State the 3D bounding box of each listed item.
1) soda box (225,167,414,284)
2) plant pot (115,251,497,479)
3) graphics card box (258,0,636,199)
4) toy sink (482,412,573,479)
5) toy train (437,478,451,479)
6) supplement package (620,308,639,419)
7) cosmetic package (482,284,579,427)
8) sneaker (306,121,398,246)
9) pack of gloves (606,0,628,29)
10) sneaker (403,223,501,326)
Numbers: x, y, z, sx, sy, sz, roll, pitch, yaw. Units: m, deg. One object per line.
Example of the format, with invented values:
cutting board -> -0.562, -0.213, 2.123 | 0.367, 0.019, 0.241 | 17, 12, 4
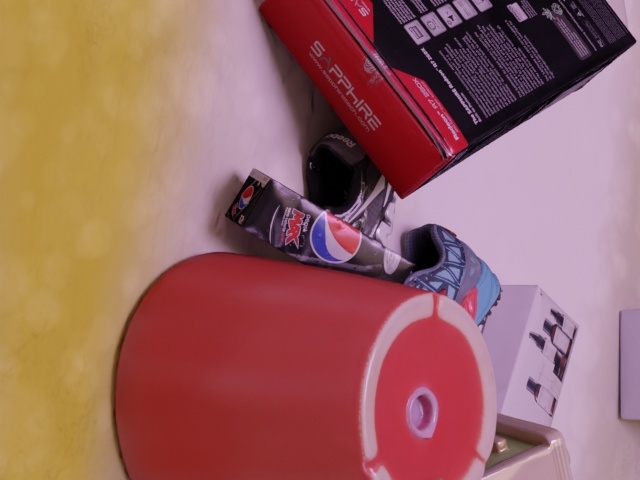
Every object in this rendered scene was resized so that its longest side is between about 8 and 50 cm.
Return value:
soda box -> 0.000, 0.000, 1.696 | 0.169, 0.060, 0.053 | 30, 91, -24
plant pot -> 0.000, 0.142, 1.599 | 0.275, 0.243, 0.275 | 2, 88, -50
graphics card box -> 0.134, -0.211, 1.824 | 0.233, 0.094, 0.371 | 52, 44, 4
toy sink -> 0.164, 0.250, 1.807 | 0.234, 0.153, 0.131 | -19, 104, -26
toy train -> 0.083, 0.217, 1.492 | 0.083, 0.017, 0.024 | -26, 118, -47
supplement package -> 0.487, 0.156, 2.270 | 0.244, 0.139, 0.134 | 8, 81, -50
cosmetic package -> 0.204, 0.174, 1.987 | 0.099, 0.060, 0.239 | 39, 60, -40
sneaker -> 0.043, -0.085, 1.789 | 0.106, 0.078, 0.234 | 44, 58, -43
pack of gloves -> 0.312, -0.352, 2.154 | 0.195, 0.046, 0.232 | -14, 100, -49
sneaker -> 0.076, 0.083, 1.828 | 0.125, 0.104, 0.262 | 52, 44, -18
